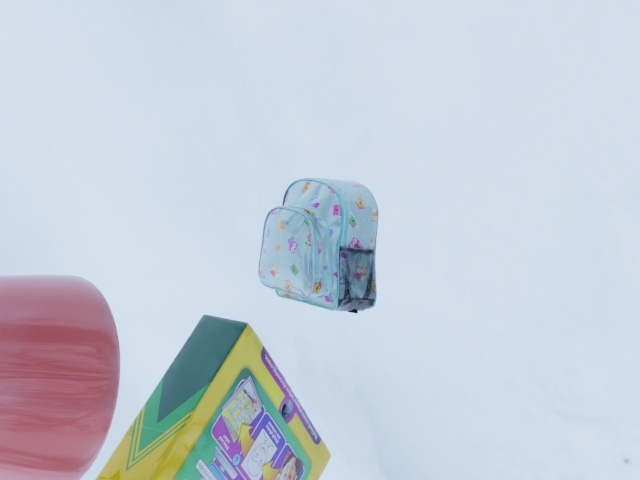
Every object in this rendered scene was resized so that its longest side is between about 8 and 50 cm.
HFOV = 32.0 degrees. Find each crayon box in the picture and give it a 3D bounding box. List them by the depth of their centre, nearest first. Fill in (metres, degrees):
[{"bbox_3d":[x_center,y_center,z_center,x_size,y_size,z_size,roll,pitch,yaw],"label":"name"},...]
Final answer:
[{"bbox_3d":[-0.152,0.353,1.745,0.313,0.106,0.363,-57,138,-32],"label":"crayon box"}]

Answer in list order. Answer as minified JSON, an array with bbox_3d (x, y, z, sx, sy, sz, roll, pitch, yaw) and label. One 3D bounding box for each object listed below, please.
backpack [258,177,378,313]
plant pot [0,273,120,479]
[{"bbox_3d":[0.000,0.000,1.615,0.144,0.166,0.188,9,92,-38],"label":"backpack"},{"bbox_3d":[-0.407,0.158,1.287,0.243,0.275,0.275,13,100,-44],"label":"plant pot"}]
